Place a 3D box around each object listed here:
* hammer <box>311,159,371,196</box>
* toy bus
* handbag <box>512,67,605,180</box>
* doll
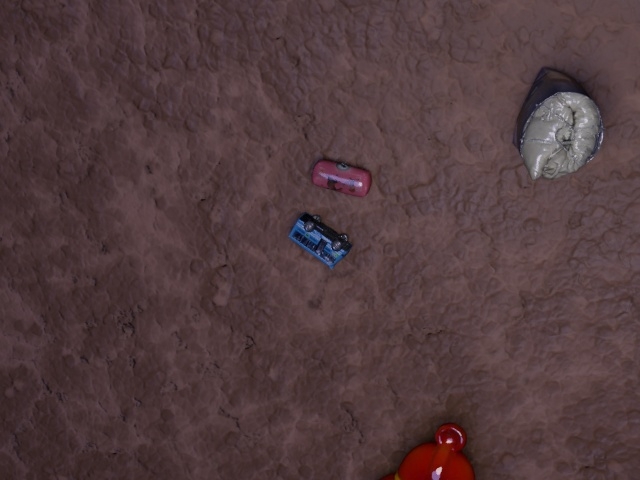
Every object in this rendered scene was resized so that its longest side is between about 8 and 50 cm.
[{"bbox_3d":[0.029,-0.086,1.573,0.083,0.043,0.043,15,107,11],"label":"hammer"},{"bbox_3d":[0.000,0.000,1.603,0.083,0.038,0.046,35,114,5],"label":"toy bus"},{"bbox_3d":[0.293,-0.140,1.423,0.095,0.173,0.117,18,109,-1],"label":"handbag"},{"bbox_3d":[0.138,0.417,1.612,0.182,0.160,0.363,19,108,16],"label":"doll"}]
